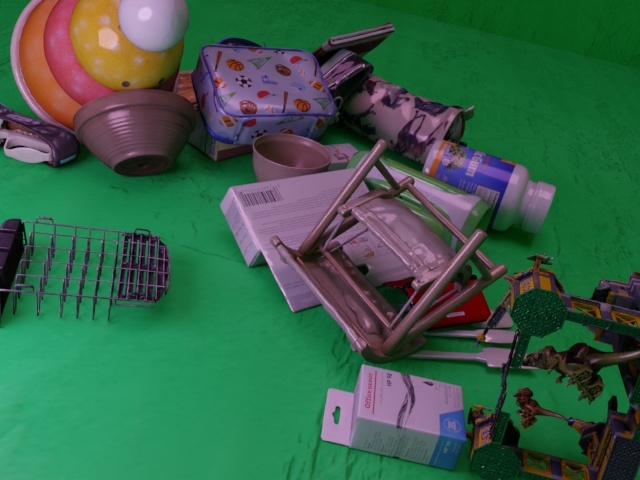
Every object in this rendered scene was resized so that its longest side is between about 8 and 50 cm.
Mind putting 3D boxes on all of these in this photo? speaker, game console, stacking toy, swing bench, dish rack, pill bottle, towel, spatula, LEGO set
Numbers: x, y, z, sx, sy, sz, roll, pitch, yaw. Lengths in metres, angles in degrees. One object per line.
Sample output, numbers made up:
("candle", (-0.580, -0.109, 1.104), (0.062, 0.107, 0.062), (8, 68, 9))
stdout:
("speaker", (0.192, -0.081, 1.405), (0.297, 0.131, 0.131), (27, 34, 22))
("game console", (0.199, 0.104, 1.188), (0.144, 0.085, 0.124), (-6, 63, -23))
("stacking toy", (-0.379, -0.377, 1.304), (0.351, 0.350, 0.480), (-6, 4, -29))
("swing bench", (0.103, 0.027, 1.083), (0.253, 0.255, 0.165), (50, 5, 33))
("dish rack", (-0.369, 0.047, 1.048), (0.272, 0.074, 0.208), (6, 33, -15))
("pill bottle", (0.357, -0.110, 1.489), (0.272, 0.152, 0.152), (20, 32, 13))
("towel", (0.022, -0.480, 1.843), (0.237, 0.329, 0.037), (-25, 90, -35))
("spatula", (0.220, 0.154, 1.143), (0.242, 0.019, 0.168), (4, 33, -7))
("LEGO set", (0.323, 0.163, 0.889), (0.255, 0.331, 0.192), (5, 21, 13))

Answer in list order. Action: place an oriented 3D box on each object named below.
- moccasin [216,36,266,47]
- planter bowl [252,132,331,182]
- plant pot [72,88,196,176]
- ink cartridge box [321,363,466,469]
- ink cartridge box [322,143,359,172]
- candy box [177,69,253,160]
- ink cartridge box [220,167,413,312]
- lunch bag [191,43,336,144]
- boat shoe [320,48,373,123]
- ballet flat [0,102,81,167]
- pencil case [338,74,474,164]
("moccasin", (-0.117, -0.394, 1.692), (0.342, 0.137, 0.117), (18, 19, -50))
("planter bowl", (-0.066, -0.139, 1.421), (0.162, 0.109, 0.162), (9, 31, -5))
("plant pot", (-0.360, -0.197, 1.362), (0.238, 0.237, 0.109), (-5, 76, -27))
("ink cartridge box", (0.098, 0.232, 0.924), (0.180, 0.060, 0.104), (13, 31, 0))
("ink cartridge box", (0.034, -0.179, 1.579), (0.123, 0.052, 0.088), (-10, 38, -31))
("candy box", (-0.271, -0.306, 1.638), (0.316, 0.087, 0.183), (34, 37, 31))
("ink cartridge box", (0.000, 0.000, 1.264), (0.296, 0.066, 0.261), (-13, 64, -35))
("lunch bag", (-0.121, -0.327, 1.515), (0.304, 0.115, 0.243), (-4, 57, -29))
("boat shoe", (0.013, -0.339, 1.683), (0.105, 0.113, 0.306), (35, 67, 22))
("ballet flat", (-0.618, -0.214, 1.362), (0.281, 0.095, 0.096), (17, 43, 7))
("pencil case", (0.182, -0.333, 1.772), (0.410, 0.159, 0.183), (31, 62, 28))
